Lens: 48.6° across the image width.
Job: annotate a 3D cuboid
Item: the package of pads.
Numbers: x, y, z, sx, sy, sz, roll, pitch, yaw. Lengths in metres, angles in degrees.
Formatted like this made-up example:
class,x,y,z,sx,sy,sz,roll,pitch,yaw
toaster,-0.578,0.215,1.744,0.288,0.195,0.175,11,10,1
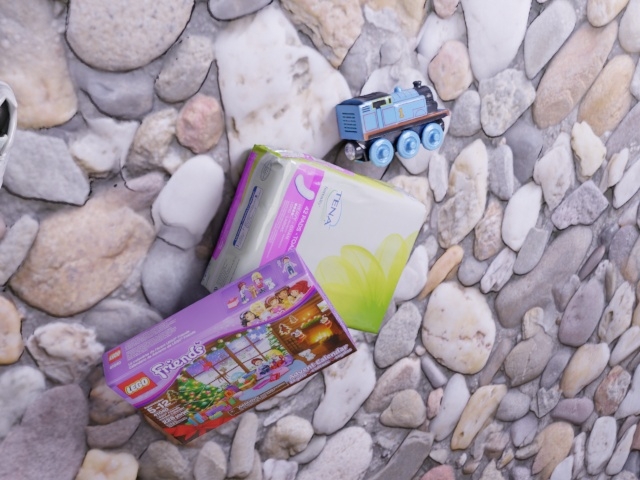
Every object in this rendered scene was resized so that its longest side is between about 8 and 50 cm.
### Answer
class,x,y,z,sx,sy,sz,roll,pitch,yaw
package of pads,0.000,0.000,1.044,0.296,0.101,0.229,16,100,-38

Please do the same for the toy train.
class,x,y,z,sx,sy,sz,roll,pitch,yaw
toy train,0.112,-0.177,1.067,0.184,0.080,0.105,-20,112,-27

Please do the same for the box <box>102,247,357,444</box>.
class,x,y,z,sx,sy,sz,roll,pitch,yaw
box,-0.115,0.154,0.968,0.293,0.057,0.201,-29,136,2

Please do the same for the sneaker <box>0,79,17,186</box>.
class,x,y,z,sx,sy,sz,roll,pitch,yaw
sneaker,-0.369,-0.099,0.779,0.053,0.061,0.152,7,105,-38
